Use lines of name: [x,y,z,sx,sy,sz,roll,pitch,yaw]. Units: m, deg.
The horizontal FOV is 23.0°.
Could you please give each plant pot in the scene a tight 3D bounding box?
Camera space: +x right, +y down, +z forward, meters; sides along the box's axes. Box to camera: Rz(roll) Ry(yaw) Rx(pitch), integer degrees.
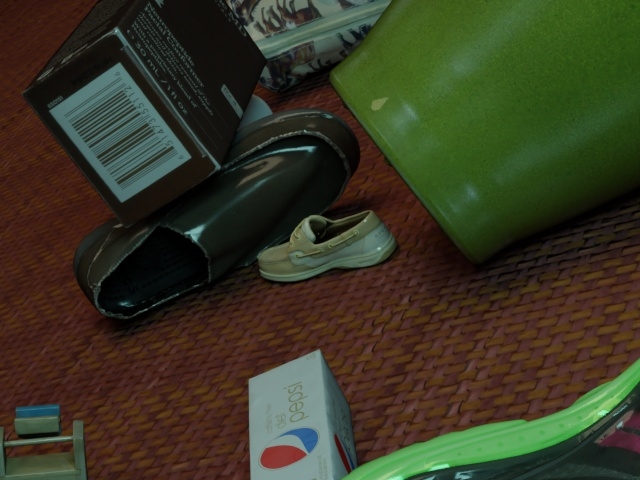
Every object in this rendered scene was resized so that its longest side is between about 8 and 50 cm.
plant pot: [0.212,-0.170,1.497,0.353,0.366,0.366,-38,23,4]

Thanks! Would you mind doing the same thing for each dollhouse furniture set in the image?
dollhouse furniture set: [-0.315,0.223,1.504,0.183,0.129,0.129,-4,22,-7]

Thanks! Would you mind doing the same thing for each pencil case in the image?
pencil case: [0.067,-0.332,2.175,0.410,0.160,0.183,-17,10,22]

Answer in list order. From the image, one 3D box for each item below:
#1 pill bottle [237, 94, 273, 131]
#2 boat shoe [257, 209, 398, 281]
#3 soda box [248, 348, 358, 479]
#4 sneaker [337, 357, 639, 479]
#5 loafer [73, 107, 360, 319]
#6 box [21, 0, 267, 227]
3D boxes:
pill bottle: [-0.148,-0.145,2.079,0.108,0.108,0.180,-39,25,-25]
boat shoe: [0.000,0.000,1.674,0.170,0.059,0.063,-12,27,31]
soda box: [-0.013,0.179,1.301,0.074,0.069,0.216,-24,24,7]
sneaker: [0.222,0.174,0.980,0.482,0.185,0.202,-29,41,4]
loafer: [-0.110,-0.010,1.753,0.366,0.134,0.130,-33,26,11]
box: [-0.187,-0.188,1.796,0.143,0.191,0.381,-31,18,17]
